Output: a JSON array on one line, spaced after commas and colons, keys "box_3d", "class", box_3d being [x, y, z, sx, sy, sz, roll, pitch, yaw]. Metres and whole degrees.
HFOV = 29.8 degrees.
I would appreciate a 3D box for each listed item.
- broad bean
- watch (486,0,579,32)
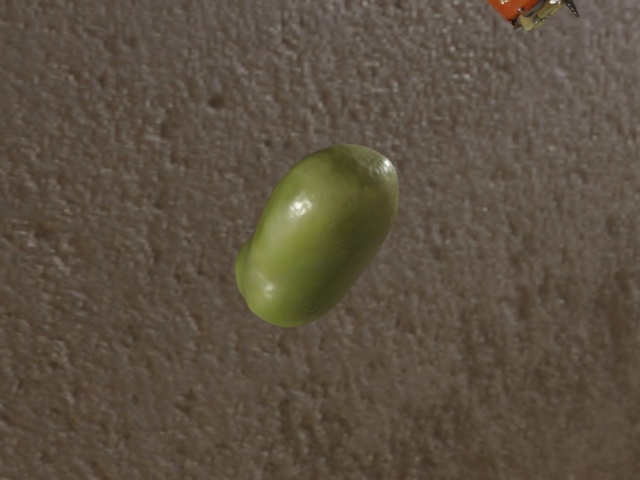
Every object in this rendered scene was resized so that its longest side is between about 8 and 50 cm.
[{"box_3d": [0.000, 0.000, 0.933, 0.124, 0.174, 0.082, -13, 62, -42], "class": "broad bean"}, {"box_3d": [0.154, -0.191, 0.734, 0.165, 0.102, 0.268, -19, 80, -31], "class": "watch"}]
